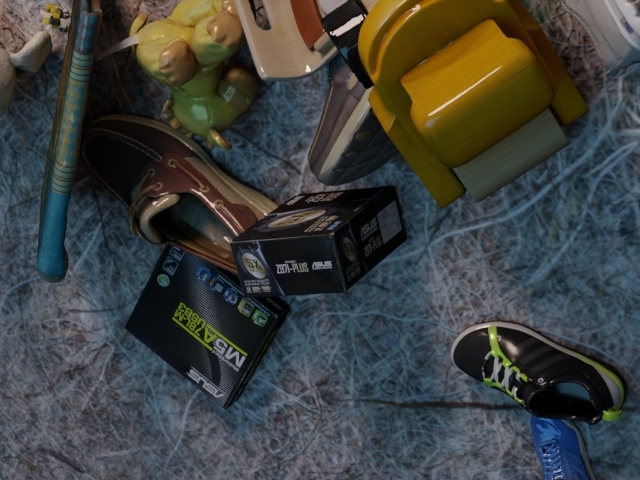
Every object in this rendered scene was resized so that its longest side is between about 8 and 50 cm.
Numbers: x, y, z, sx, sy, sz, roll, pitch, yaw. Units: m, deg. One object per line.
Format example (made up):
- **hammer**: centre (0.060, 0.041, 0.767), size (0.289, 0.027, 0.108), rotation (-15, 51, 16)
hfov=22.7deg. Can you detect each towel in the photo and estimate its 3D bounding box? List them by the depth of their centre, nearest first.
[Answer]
- **towel**: centre (-0.320, -0.163, 2.058), size (0.040, 0.271, 0.370), rotation (8, 116, -13)

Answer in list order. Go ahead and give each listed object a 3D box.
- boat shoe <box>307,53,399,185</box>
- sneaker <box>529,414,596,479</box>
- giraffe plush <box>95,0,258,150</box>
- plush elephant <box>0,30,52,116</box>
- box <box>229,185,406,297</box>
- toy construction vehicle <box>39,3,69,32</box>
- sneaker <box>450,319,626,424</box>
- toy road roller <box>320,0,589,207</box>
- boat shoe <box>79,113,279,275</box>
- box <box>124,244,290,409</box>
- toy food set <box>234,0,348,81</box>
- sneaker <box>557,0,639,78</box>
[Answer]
- **boat shoe**: centre (0.079, -0.227, 1.888), size (0.130, 0.132, 0.355), rotation (46, 118, 29)
- **sneaker**: centre (0.295, 0.286, 1.981), size (0.058, 0.084, 0.152), rotation (-19, 99, 34)
- **giraffe plush**: centre (-0.150, -0.204, 2.004), size (0.210, 0.181, 0.170), rotation (-18, 121, 23)
- **plush elephant**: centre (-0.521, -0.234, 2.132), size (0.255, 0.272, 0.330), rotation (-1, 138, 43)
- **box**: centre (0.000, 0.000, 1.974), size (0.147, 0.180, 0.077), rotation (-4, 109, 31)
- **toy construction vehicle**: centre (-0.345, -0.322, 2.089), size (0.035, 0.098, 0.086), rotation (5, 112, -16)
- **sneaker**: centre (0.260, 0.164, 1.944), size (0.234, 0.097, 0.084), rotation (14, 115, 24)
- **toy road roller**: centre (0.165, -0.152, 1.707), size (0.202, 0.240, 0.329), rotation (-33, 129, 7)
- **boat shoe**: centre (-0.196, -0.053, 2.095), size (0.342, 0.123, 0.123), rotation (34, 122, 16)
- **box**: centre (-0.158, 0.107, 2.188), size (0.190, 0.045, 0.184), rotation (38, 121, 12)
- **toy food set**: centre (0.007, -0.356, 1.819), size (0.306, 0.092, 0.220), rotation (-41, 53, 35)
- **sneaker**: centre (0.277, -0.302, 1.715), size (0.115, 0.105, 0.281), rotation (-48, 58, 49)
